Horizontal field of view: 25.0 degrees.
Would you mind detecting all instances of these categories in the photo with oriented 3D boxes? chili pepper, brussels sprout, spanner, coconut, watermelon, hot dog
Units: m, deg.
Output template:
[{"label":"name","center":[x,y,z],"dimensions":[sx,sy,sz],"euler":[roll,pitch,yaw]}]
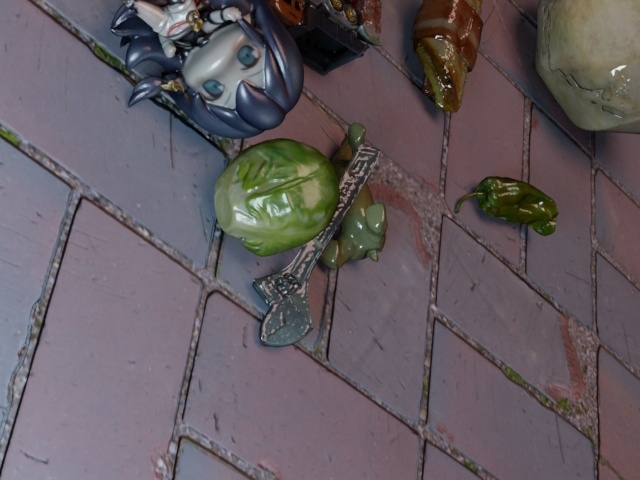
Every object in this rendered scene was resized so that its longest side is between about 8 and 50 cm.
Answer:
[{"label":"chili pepper","center":[0.292,-0.065,2.259],"dimensions":[0.204,0.072,0.073],"euler":[18,36,-37]},{"label":"brussels sprout","center":[-0.053,-0.062,1.761],"dimensions":[0.155,0.117,0.155],"euler":[8,47,-9]},{"label":"spanner","center":[0.000,0.000,1.807],"dimensions":[0.093,0.026,0.325],"euler":[31,61,-2]},{"label":"coconut","center":[0.555,-0.337,2.562],"dimensions":[0.352,0.352,0.353],"euler":[30,47,-38]},{"label":"watermelon","center":[0.048,-0.373,2.105],"dimensions":[0.071,0.139,0.187],"euler":[1,45,-21]},{"label":"hot dog","center":[0.195,-0.323,2.285],"dimensions":[0.123,0.093,0.262],"euler":[41,55,-41]}]

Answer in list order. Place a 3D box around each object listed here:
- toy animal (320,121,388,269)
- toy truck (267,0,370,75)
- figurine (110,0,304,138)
[{"label":"toy animal","center":[0.043,-0.063,1.941],"dimensions":[0.101,0.103,0.219],"euler":[35,38,-62]},{"label":"toy truck","center":[-0.022,-0.302,2.002],"dimensions":[0.192,0.083,0.092],"euler":[29,53,-40]},{"label":"figurine","center":[-0.136,-0.245,1.753],"dimensions":[0.265,0.175,0.197],"euler":[59,30,-20]}]
